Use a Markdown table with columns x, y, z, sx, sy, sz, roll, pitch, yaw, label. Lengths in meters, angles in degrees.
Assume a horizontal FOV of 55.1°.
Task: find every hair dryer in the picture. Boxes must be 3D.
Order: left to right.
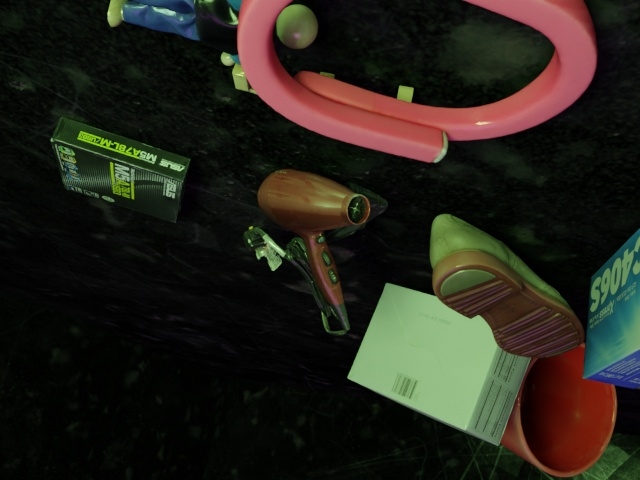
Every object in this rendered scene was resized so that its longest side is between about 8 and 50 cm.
| x | y | z | sx | sy | sz | roll | pitch | yaw | label |
| --- | --- | --- | --- | --- | --- | --- | --- | --- | --- |
| 0.000 | 0.000 | 0.839 | 0.223 | 0.080 | 0.293 | 44 | 154 | 8 | hair dryer |

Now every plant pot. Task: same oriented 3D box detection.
| x | y | z | sx | sy | sz | roll | pitch | yaw | label |
| --- | --- | --- | --- | --- | --- | --- | --- | --- | --- |
| 0.450 | 0.342 | 1.336 | 0.275 | 0.275 | 0.243 | 22 | 168 | -21 | plant pot |

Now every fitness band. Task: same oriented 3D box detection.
| x | y | z | sx | sy | sz | roll | pitch | yaw | label |
| --- | --- | --- | --- | --- | --- | --- | --- | --- | --- |
| 0.077 | -0.149 | 0.499 | 0.291 | 0.054 | 0.209 | 11 | 154 | -18 | fitness band |

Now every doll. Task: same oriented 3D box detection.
| x | y | z | sx | sy | sz | roll | pitch | yaw | label |
| --- | --- | --- | --- | --- | --- | --- | --- | --- | --- |
| -0.095 | -0.201 | 0.536 | 0.189 | 0.046 | 0.129 | 13 | 160 | 1 | doll |

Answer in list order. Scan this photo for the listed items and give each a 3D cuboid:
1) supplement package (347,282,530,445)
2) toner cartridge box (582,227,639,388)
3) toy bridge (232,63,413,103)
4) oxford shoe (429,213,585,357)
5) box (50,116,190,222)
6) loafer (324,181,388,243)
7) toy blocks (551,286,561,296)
| x | y | z | sx | sy | sz | roll | pitch | yaw | label |
| --- | --- | --- | --- | --- | --- | --- | --- | --- | --- |
| 0.221 | 0.221 | 1.131 | 0.262 | 0.204 | 0.145 | 13 | 165 | 44 | supplement package |
| 0.420 | 0.070 | 0.759 | 0.075 | 0.165 | 0.348 | 10 | 158 | 9 | toner cartridge box |
| 0.005 | -0.148 | 0.639 | 0.188 | 0.026 | 0.063 | 12 | 162 | 3 | toy bridge |
| 0.285 | 0.070 | 0.911 | 0.123 | 0.130 | 0.348 | -31 | 132 | 27 | oxford shoe |
| -0.296 | -0.098 | 0.924 | 0.184 | 0.045 | 0.191 | 20 | 159 | -11 | box |
| 0.037 | -0.028 | 0.885 | 0.061 | 0.062 | 0.170 | 14 | 161 | -16 | loafer |
| 0.334 | 0.115 | 1.080 | 0.123 | 0.054 | 0.148 | 13 | 160 | -2 | toy blocks |
